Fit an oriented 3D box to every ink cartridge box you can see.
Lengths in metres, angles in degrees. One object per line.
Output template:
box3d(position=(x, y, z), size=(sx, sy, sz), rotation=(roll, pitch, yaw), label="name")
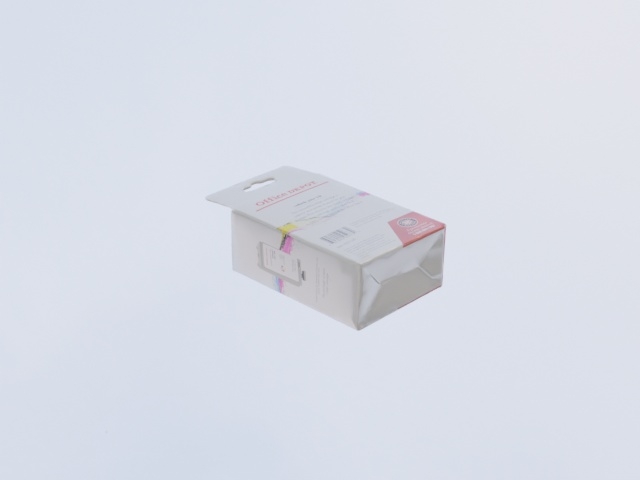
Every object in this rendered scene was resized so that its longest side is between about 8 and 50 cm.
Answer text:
box3d(position=(0.000, 0.000, 1.066), size=(0.115, 0.198, 0.067), rotation=(-23, -54, -40), label="ink cartridge box")
